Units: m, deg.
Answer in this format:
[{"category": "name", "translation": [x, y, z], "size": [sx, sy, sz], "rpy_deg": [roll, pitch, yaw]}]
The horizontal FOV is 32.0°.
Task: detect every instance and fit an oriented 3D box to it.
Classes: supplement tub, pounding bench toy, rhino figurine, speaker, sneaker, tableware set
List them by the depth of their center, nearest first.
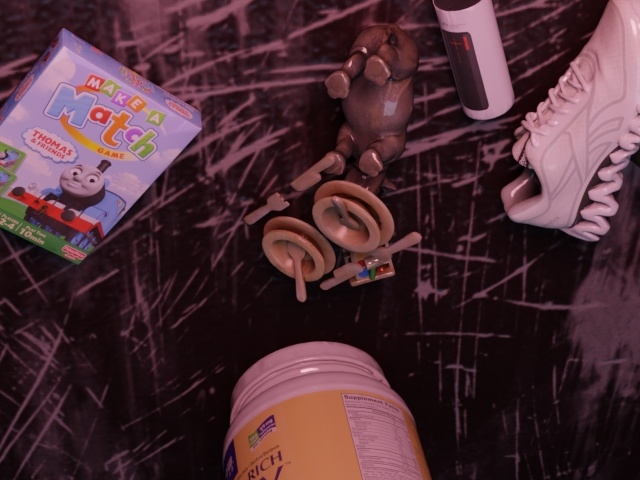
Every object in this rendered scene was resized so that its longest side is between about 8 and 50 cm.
[{"category": "speaker", "translation": [0.151, -0.186, 1.088], "size": [0.055, 0.055, 0.136], "rpy_deg": [-19, 132, 4]}, {"category": "rhino figurine", "translation": [0.050, -0.104, 1.108], "size": [0.073, 0.106, 0.243], "rpy_deg": [19, 133, 15]}, {"category": "tableware set", "translation": [0.000, 0.000, 1.140], "size": [0.128, 0.039, 0.194], "rpy_deg": [41, 146, -12]}, {"category": "sneaker", "translation": [0.266, -0.121, 1.145], "size": [0.118, 0.110, 0.292], "rpy_deg": [5, 129, -6]}, {"category": "pounding bench toy", "translation": [0.052, 0.020, 1.224], "size": [0.052, 0.083, 0.065], "rpy_deg": [-15, 131, -1]}, {"category": "supplement tub", "translation": [0.014, 0.305, 1.295], "size": [0.241, 0.331, 0.241], "rpy_deg": [-7, 131, -8]}]

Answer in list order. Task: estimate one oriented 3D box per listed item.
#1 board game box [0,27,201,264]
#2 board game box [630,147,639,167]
[{"category": "board game box", "translation": [-0.244, -0.085, 1.095], "size": [0.160, 0.039, 0.211], "rpy_deg": [30, 118, -32]}, {"category": "board game box", "translation": [0.365, -0.143, 1.128], "size": [0.026, 0.126, 0.186], "rpy_deg": [-17, 136, -26]}]
